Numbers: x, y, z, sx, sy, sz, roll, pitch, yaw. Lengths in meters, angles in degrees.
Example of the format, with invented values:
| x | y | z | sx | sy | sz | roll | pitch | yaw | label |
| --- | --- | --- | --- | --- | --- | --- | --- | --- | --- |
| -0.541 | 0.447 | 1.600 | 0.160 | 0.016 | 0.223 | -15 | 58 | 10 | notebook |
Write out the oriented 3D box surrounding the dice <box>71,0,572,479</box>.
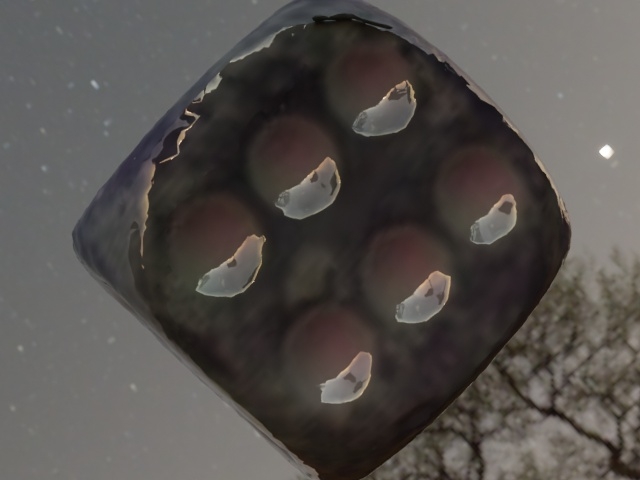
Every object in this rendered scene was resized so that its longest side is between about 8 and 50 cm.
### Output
| x | y | z | sx | sy | sz | roll | pitch | yaw | label |
| --- | --- | --- | --- | --- | --- | --- | --- | --- | --- |
| 0.000 | 0.000 | 0.918 | 0.270 | 0.270 | 0.271 | -47 | 2 | -9 | dice |
